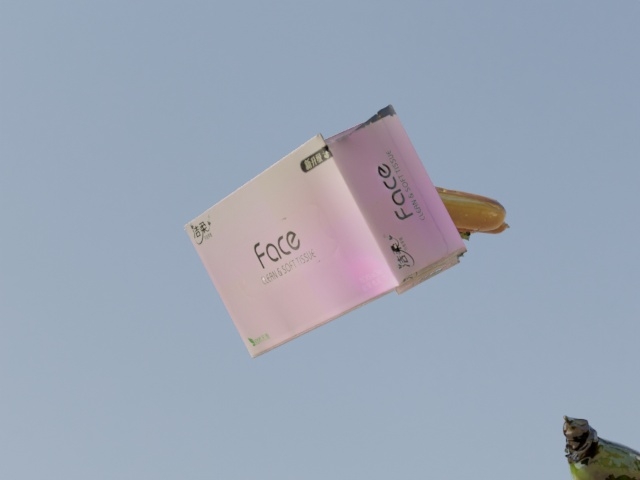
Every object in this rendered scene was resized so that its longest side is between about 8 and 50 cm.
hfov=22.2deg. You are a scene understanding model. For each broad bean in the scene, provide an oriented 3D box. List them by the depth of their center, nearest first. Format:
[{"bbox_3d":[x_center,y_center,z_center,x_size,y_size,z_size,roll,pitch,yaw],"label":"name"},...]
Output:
[{"bbox_3d":[0.285,0.260,1.400,0.077,0.061,0.339,-31,-66,1],"label":"broad bean"}]

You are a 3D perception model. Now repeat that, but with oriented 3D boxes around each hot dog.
[{"bbox_3d":[0.159,-0.041,2.270,0.236,0.062,0.092,9,-14,-18],"label":"hot dog"}]

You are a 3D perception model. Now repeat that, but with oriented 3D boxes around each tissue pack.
[{"bbox_3d":[0.000,0.000,1.447,0.092,0.148,0.246,-27,-2,-38],"label":"tissue pack"}]
